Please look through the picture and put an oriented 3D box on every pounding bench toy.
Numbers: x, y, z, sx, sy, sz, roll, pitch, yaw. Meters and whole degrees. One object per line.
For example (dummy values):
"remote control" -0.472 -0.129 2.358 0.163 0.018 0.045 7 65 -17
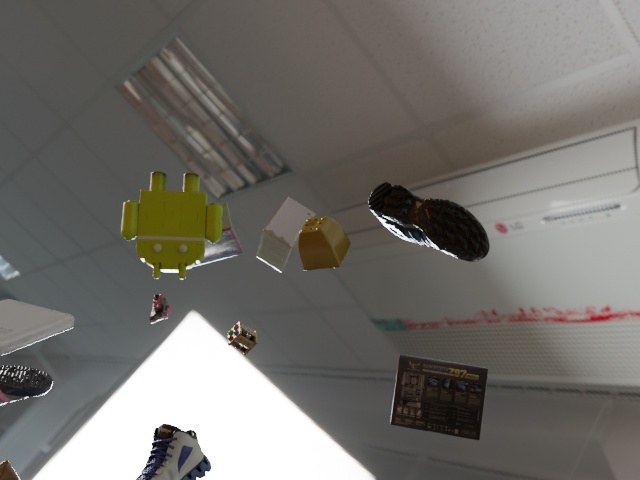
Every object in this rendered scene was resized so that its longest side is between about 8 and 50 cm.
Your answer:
"pounding bench toy" -0.207 0.243 1.903 0.065 0.052 0.083 36 20 -25

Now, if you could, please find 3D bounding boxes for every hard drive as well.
"hard drive" -0.760 0.203 1.739 0.202 0.040 0.307 12 7 11

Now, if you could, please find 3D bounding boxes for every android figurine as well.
"android figurine" -0.369 -0.037 1.817 0.248 0.273 0.056 4 -15 -5

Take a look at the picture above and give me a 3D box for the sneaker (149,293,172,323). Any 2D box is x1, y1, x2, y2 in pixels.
"sneaker" -0.381 0.157 1.710 0.119 0.047 0.057 -121 -166 -80

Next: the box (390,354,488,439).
"box" 0.307 0.401 1.884 0.232 0.184 0.059 7 -6 12

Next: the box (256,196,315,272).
"box" -0.096 -0.014 1.984 0.091 0.130 0.170 32 -28 4

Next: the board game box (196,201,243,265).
"board game box" -0.378 -0.008 2.341 0.303 0.223 0.098 88 -14 -76

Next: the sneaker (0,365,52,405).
"sneaker" -0.935 0.441 2.117 0.318 0.112 0.131 3 -70 -1

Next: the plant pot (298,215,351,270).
"plant pot" 0.000 0.000 1.437 0.081 0.081 0.083 -8 -56 28

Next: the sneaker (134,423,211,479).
"sneaker" -0.440 0.612 2.008 0.127 0.315 0.182 -4 -77 33

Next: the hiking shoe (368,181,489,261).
"hiking shoe" 0.256 -0.036 1.679 0.304 0.113 0.132 31 -11 26

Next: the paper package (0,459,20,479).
"paper package" -0.909 0.844 2.098 0.309 0.168 0.325 49 -40 17
